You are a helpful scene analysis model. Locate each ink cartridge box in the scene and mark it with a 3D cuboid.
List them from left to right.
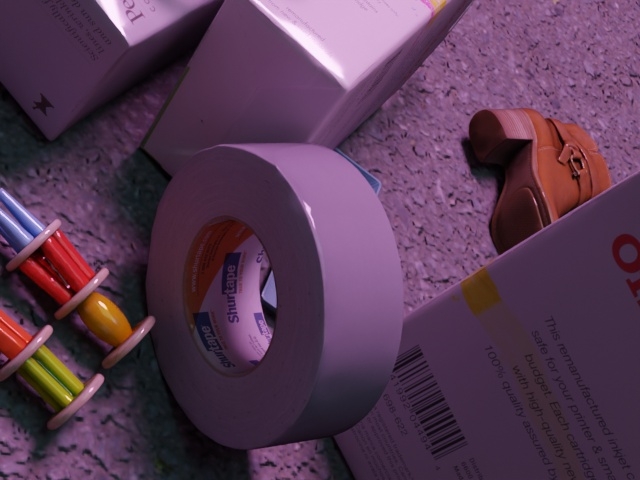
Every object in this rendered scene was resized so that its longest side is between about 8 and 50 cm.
[{"bbox_3d":[0.024,-0.181,1.207,0.119,0.207,0.353,42,46,3],"label":"ink cartridge box"},{"bbox_3d":[0.209,0.135,1.054,0.160,0.385,0.279,-18,78,-44],"label":"ink cartridge box"}]

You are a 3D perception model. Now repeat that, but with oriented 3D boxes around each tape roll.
[{"bbox_3d":[-0.039,0.038,1.028,0.072,0.219,0.219,-4,68,-40],"label":"tape roll"}]

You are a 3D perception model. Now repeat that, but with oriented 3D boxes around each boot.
[{"bbox_3d":[0.235,-0.043,1.404,0.152,0.073,0.197,3,66,-42],"label":"boot"}]

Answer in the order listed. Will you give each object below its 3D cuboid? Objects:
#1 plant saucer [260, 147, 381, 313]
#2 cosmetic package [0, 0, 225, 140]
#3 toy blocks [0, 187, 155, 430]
[{"bbox_3d":[0.000,0.000,1.224,0.067,0.018,0.192,37,47,-17],"label":"plant saucer"},{"bbox_3d":[-0.137,-0.274,1.175,0.217,0.156,0.385,49,45,-4],"label":"cosmetic package"},{"bbox_3d":[-0.204,0.043,1.008,0.148,0.054,0.123,46,45,-8],"label":"toy blocks"}]
